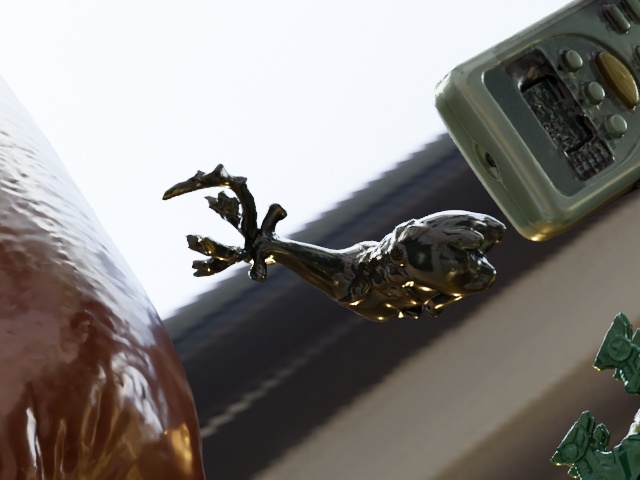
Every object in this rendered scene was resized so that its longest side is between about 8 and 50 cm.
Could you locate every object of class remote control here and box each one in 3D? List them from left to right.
[{"bbox_3d":[0.215,-0.112,1.374,0.296,0.056,0.140,-31,-94,-36],"label":"remote control"}]

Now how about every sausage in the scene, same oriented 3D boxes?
[{"bbox_3d":[-0.104,0.000,0.534,0.083,0.089,0.300,-30,-146,-11],"label":"sausage"}]

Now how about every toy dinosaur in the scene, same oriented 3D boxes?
[{"bbox_3d":[0.215,0.156,1.217,0.153,0.094,0.259,34,-90,27],"label":"toy dinosaur"}]

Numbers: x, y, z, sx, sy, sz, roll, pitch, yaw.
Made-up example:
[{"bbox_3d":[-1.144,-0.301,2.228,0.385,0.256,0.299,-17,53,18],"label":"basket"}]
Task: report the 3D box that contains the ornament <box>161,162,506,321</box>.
[{"bbox_3d":[0.000,0.000,1.515,0.202,0.236,0.080,-22,-126,55],"label":"ornament"}]
